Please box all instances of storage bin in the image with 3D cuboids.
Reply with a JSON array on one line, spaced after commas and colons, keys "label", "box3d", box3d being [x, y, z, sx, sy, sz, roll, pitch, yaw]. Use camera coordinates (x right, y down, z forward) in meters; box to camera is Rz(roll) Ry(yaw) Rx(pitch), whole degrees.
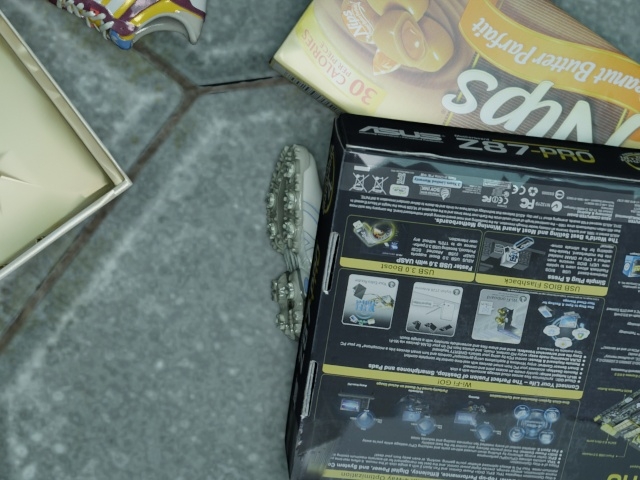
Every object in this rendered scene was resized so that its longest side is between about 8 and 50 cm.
[{"label": "storage bin", "box3d": [-0.342, -0.073, 1.451, 0.262, 0.123, 0.260, -37, 94, -3]}]

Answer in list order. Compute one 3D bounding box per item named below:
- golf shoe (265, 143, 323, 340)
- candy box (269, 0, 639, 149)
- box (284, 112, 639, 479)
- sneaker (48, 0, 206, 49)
[{"label": "golf shoe", "box3d": [0.000, 0.000, 1.521, 0.086, 0.069, 0.176, -5, 97, -22]}, {"label": "candy box", "box3d": [0.134, -0.142, 1.508, 0.316, 0.087, 0.183, 35, 89, -6]}, {"label": "box", "box3d": [0.185, 0.072, 1.450, 0.395, 0.097, 0.318, 5, 112, -7]}, {"label": "sneaker", "box3d": [-0.192, -0.210, 1.490, 0.186, 0.069, 0.083, 0, 85, -4]}]
